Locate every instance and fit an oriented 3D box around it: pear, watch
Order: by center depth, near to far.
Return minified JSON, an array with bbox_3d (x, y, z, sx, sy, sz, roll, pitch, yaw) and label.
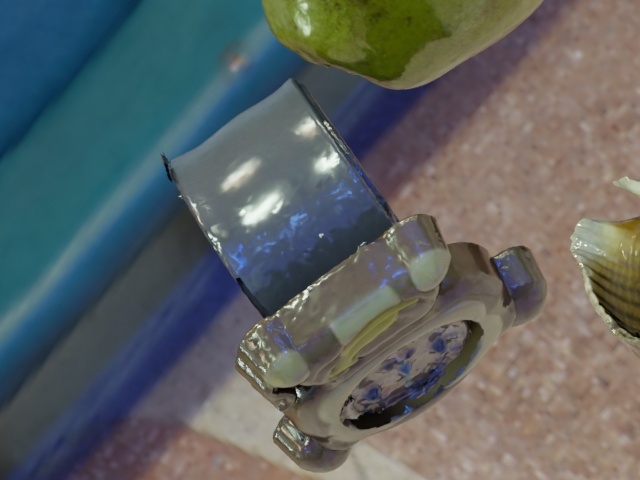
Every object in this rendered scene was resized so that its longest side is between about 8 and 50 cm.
[{"bbox_3d":[0.000,0.000,1.785,0.314,0.335,0.327,-37,65,4],"label":"watch"},{"bbox_3d":[0.087,-0.360,1.839,0.352,0.352,0.413,33,102,61],"label":"pear"}]

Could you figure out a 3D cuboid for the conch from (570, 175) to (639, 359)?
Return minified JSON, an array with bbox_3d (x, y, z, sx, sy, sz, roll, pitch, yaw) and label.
[{"bbox_3d":[0.337,0.031,1.418,0.263,0.186,0.324,-30,14,-28],"label":"conch"}]
